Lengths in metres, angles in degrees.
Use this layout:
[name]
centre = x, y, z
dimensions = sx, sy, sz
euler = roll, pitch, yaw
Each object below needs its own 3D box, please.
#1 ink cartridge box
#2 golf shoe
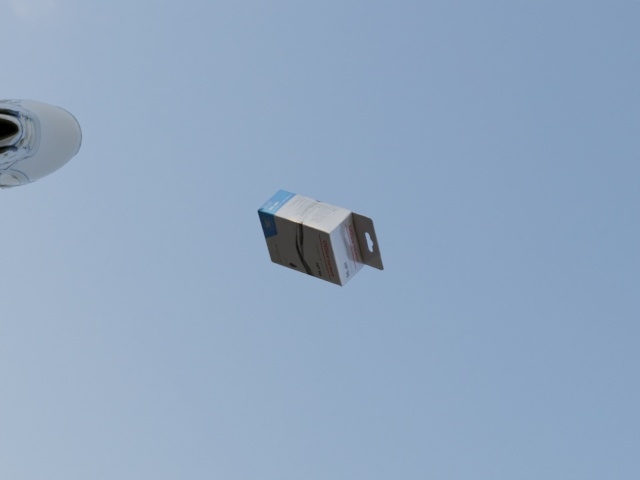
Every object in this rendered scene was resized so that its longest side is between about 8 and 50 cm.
[ink cartridge box]
centre = 0.000, 0.000, 1.049
dimensions = 0.083, 0.028, 0.048
euler = 17, -43, 37
[golf shoe]
centre = -0.232, -0.072, 1.109
dimensions = 0.086, 0.176, 0.069
euler = -2, -85, 42
